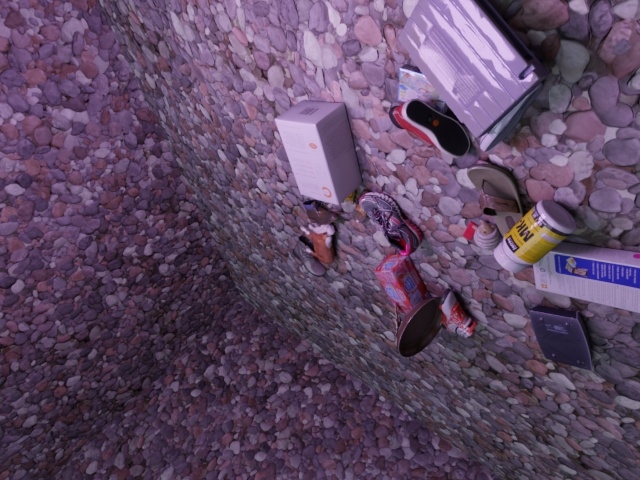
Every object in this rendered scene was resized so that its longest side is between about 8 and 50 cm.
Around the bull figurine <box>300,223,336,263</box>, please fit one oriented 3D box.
[{"bbox_3d":[0.000,0.000,2.105,0.188,0.101,0.311,33,148,31],"label":"bull figurine"}]

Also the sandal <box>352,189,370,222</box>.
[{"bbox_3d":[0.173,-0.131,1.730,0.090,0.060,0.219,43,152,5],"label":"sandal"}]

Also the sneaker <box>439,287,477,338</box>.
[{"bbox_3d":[0.585,0.311,1.722,0.145,0.090,0.270,23,148,35],"label":"sneaker"}]

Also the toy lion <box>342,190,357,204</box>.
[{"bbox_3d":[0.114,-0.203,1.754,0.100,0.034,0.096,13,131,47],"label":"toy lion"}]

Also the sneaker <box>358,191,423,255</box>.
[{"bbox_3d":[0.269,-0.069,1.600,0.299,0.112,0.121,42,138,4],"label":"sneaker"}]

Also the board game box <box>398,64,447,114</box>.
[{"bbox_3d":[0.299,-0.437,1.187,0.154,0.026,0.103,30,148,27],"label":"board game box"}]

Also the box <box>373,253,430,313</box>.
[{"bbox_3d":[0.365,0.195,1.826,0.122,0.128,0.257,0,129,54],"label":"box"}]

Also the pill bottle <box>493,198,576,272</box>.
[{"bbox_3d":[0.606,-0.006,1.176,0.119,0.119,0.209,40,133,12],"label":"pill bottle"}]

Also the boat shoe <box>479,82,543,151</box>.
[{"bbox_3d":[0.472,-0.331,1.053,0.076,0.083,0.226,54,148,20],"label":"boat shoe"}]

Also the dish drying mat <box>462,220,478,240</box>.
[{"bbox_3d":[0.524,-0.034,1.433,0.032,0.008,0.083,36,152,21],"label":"dish drying mat"}]

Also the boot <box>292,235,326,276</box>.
[{"bbox_3d":[-0.052,0.093,2.326,0.246,0.083,0.161,42,146,5],"label":"boot"}]

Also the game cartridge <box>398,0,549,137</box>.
[{"bbox_3d":[0.352,-0.452,0.998,0.355,0.068,0.230,56,158,9],"label":"game cartridge"}]

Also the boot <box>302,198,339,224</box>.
[{"bbox_3d":[-0.007,-0.138,1.949,0.219,0.082,0.106,5,135,54],"label":"boot"}]

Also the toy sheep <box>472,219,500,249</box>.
[{"bbox_3d":[0.548,-0.013,1.350,0.091,0.091,0.132,19,156,41],"label":"toy sheep"}]

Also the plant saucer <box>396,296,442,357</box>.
[{"bbox_3d":[0.433,0.366,1.776,0.050,0.310,0.311,35,152,42],"label":"plant saucer"}]

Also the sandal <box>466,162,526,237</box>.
[{"bbox_3d":[0.539,-0.103,1.233,0.303,0.086,0.120,54,151,-15],"label":"sandal"}]

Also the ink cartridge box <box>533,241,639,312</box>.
[{"bbox_3d":[0.805,0.104,1.166,0.370,0.069,0.176,16,139,48],"label":"ink cartridge box"}]

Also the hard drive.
[{"bbox_3d":[0.844,0.334,1.429,0.172,0.054,0.255,5,132,52],"label":"hard drive"}]

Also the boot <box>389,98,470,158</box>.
[{"bbox_3d":[0.326,-0.336,1.247,0.244,0.088,0.176,32,-176,-14],"label":"boot"}]

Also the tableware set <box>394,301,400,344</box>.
[{"bbox_3d":[0.339,0.362,1.806,0.020,0.169,0.141,-5,117,15],"label":"tableware set"}]

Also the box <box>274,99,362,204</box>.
[{"bbox_3d":[0.001,-0.338,1.578,0.215,0.168,0.345,21,143,39],"label":"box"}]
